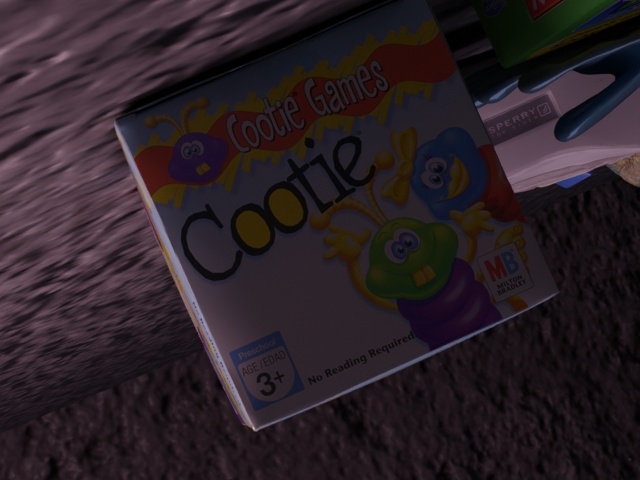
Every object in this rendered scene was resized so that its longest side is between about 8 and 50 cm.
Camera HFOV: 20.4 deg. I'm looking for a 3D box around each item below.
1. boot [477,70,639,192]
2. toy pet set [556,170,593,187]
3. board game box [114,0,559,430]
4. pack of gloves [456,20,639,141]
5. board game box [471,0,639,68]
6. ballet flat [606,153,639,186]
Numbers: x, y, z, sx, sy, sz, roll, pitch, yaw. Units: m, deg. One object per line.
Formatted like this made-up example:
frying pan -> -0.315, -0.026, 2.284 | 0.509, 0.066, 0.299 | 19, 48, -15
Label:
boot -> 0.156, -0.088, 1.094 | 0.258, 0.095, 0.123 | -17, -176, 18
toy pet set -> 0.204, -0.074, 1.575 | 0.122, 0.065, 0.114 | -22, 176, -27
board game box -> 0.000, 0.000, 0.856 | 0.144, 0.142, 0.275 | -24, 176, -5
pack of gloves -> 0.162, -0.092, 0.884 | 0.232, 0.046, 0.195 | -18, -173, -7
board game box -> 0.242, -0.170, 0.751 | 0.317, 0.046, 0.213 | -22, 175, -28
ballet flat -> 0.339, -0.137, 1.218 | 0.349, 0.123, 0.123 | -26, 175, 22
